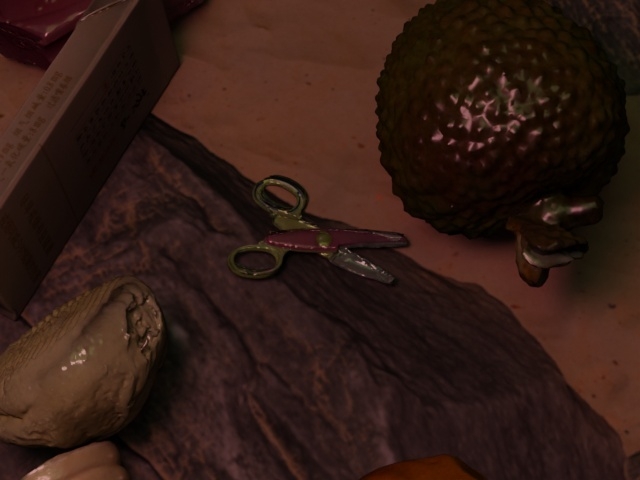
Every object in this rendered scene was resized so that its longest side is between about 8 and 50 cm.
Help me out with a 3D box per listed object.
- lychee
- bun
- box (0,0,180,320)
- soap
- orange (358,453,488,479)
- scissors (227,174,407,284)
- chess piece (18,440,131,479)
[{"bbox_3d":[0.193,-0.120,1.852,0.270,0.270,0.320,-41,80,-13],"label":"lychee"},{"bbox_3d":[-0.243,0.140,1.816,0.220,0.220,0.134,-41,104,-13],"label":"bun"},{"bbox_3d":[-0.274,-0.107,1.914,0.051,0.204,0.365,26,71,15],"label":"box"},{"bbox_3d":[-0.269,-0.293,2.049,0.250,0.099,0.162,-33,62,-10],"label":"soap"},{"bbox_3d":[0.113,0.329,1.698,0.183,0.249,0.249,9,58,-38],"label":"orange"},{"bbox_3d":[0.000,0.000,1.943,0.187,0.020,0.133,14,63,12],"label":"scissors"},{"bbox_3d":[-0.199,0.364,1.755,0.139,0.124,0.307,-12,62,-45],"label":"chess piece"}]
